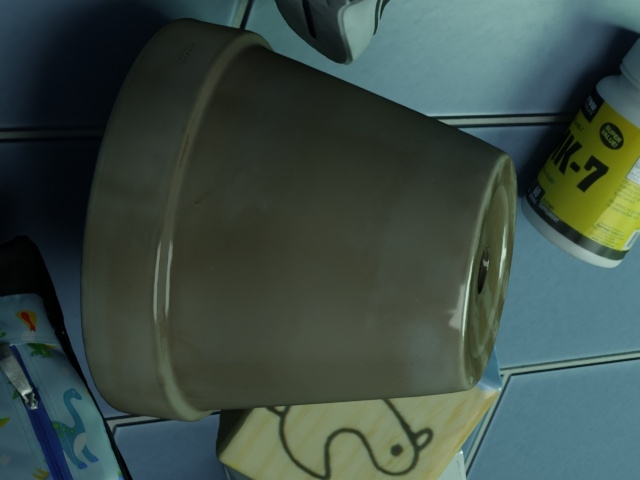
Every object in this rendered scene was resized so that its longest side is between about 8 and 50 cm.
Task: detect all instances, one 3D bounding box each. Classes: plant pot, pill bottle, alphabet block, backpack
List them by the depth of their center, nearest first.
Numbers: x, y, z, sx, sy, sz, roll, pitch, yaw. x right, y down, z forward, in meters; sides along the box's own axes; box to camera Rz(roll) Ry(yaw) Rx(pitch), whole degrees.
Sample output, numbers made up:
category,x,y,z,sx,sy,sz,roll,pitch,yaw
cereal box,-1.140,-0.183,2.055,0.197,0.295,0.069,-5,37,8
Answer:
category,x,y,z,sx,sy,sz,roll,pitch,yaw
backpack,-0.255,0.227,1.517,0.273,0.355,0.290,-23,158,-40
plant pot,0.000,0.000,1.526,0.323,0.280,0.323,8,90,-75
alphabet block,0.034,0.131,1.794,0.192,0.193,0.197,30,108,-8
pill bottle,0.299,-0.088,1.906,0.119,0.119,0.208,12,117,-43

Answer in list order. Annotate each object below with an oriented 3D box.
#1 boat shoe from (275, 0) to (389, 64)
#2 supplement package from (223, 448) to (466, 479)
category,x,y,z,sx,sy,sz,roll,pitch,yaw
boat shoe,0.019,-0.243,1.474,0.119,0.121,0.335,-55,175,-10
supplement package,0.034,0.277,2.005,0.203,0.149,0.194,-29,138,-15
